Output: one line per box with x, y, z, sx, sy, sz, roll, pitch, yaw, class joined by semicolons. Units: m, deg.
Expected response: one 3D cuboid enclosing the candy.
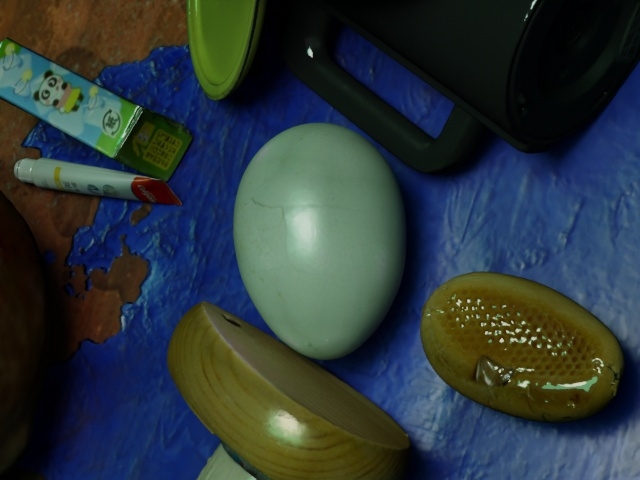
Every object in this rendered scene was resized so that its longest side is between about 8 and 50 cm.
-0.230;-0.128;1.581;0.194;0.097;0.062;28;92;30;candy

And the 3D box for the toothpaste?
-0.224;-0.059;1.590;0.190;0.048;0.031;10;62;30;toothpaste

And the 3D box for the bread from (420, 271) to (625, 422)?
0.168;0.092;1.341;0.189;0.077;0.114;25;67;30;bread

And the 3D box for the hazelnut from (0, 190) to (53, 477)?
-0.445;0.088;1.494;0.421;0.353;0.421;0;99;-1;hazelnut

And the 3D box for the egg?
0.000;0.000;1.403;0.151;0.151;0.209;-9;73;23;egg

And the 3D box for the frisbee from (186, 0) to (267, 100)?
-0.087;-0.249;1.507;0.017;0.236;0.236;2;71;-20;frisbee

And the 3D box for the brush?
-0.058;0.178;1.379;0.267;0.174;0.166;38;103;37;brush

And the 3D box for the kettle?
0.118;-0.220;1.416;0.203;0.262;0.308;-35;53;-27;kettle
